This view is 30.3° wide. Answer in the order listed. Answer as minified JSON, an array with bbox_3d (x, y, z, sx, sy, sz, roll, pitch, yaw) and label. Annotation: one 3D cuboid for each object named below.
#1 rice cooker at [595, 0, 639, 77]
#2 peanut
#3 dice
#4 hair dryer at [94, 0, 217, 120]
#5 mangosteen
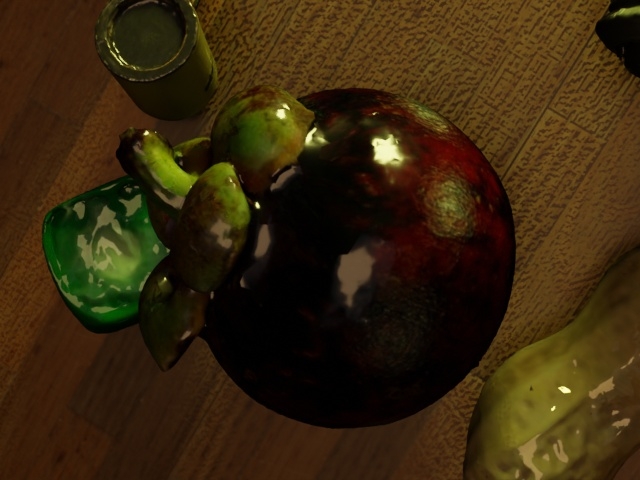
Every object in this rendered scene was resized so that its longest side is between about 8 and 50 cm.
[{"bbox_3d":[0.360,-0.223,0.917,0.317,0.264,0.316,-1,96,-7],"label":"rice cooker"},{"bbox_3d":[0.242,0.130,1.040,0.149,0.149,0.313,44,99,3],"label":"peanut"},{"bbox_3d":[-0.173,0.006,1.104,0.131,0.120,0.128,-22,93,14],"label":"dice"},{"bbox_3d":[-0.115,-0.253,1.081,0.090,0.135,0.278,16,81,8],"label":"hair dryer"},{"bbox_3d":[0.010,0.007,0.986,0.311,0.311,0.311,1,96,10],"label":"mangosteen"}]
